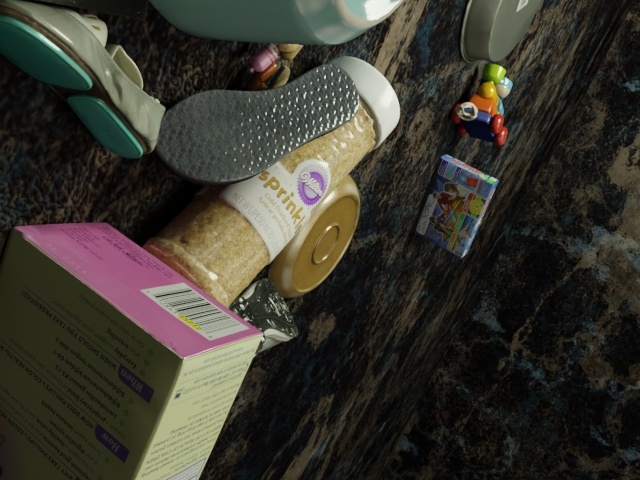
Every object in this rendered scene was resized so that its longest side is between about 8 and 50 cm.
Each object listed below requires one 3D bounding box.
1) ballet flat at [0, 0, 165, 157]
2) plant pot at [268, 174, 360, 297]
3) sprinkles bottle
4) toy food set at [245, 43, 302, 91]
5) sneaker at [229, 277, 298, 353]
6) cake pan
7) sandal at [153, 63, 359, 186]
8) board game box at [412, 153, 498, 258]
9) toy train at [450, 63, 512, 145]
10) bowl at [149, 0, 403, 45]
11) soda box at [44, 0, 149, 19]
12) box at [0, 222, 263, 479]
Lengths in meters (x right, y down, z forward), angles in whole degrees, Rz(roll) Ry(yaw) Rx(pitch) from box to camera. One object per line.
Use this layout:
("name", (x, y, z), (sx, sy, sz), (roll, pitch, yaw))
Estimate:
("ballet flat", (-0.184, -0.137, 0.532), (0.213, 0.072, 0.068), (62, 42, -68))
("plant pot", (0.000, 0.000, 1.131), (0.236, 0.032, 0.236), (-47, 156, -29))
("sprinkles bottle", (-0.049, -0.072, 0.817), (0.355, 0.121, 0.121), (-49, 156, -23))
("toy food set", (-0.057, -0.192, 0.757), (0.078, 0.019, 0.122), (-38, 169, -42))
("sneaker", (-0.116, 0.126, 0.987), (0.108, 0.100, 0.271), (-31, 173, 19))
("cake pan", (0.361, -0.467, 1.280), (0.293, 0.054, 0.293), (-47, 155, -29))
("sandal", (-0.065, -0.120, 0.735), (0.254, 0.097, 0.054), (-22, -178, -33))
("board game box", (0.302, -0.076, 1.541), (0.035, 0.136, 0.201), (-30, 145, -49))
("toy train", (0.338, -0.299, 1.396), (0.144, 0.105, 0.248), (-70, 158, -1))
("bowl", (-0.002, -0.296, 0.581), (0.311, 0.163, 0.312), (-45, 154, -29))
("soda box", (-0.187, -0.194, 0.455), (0.168, 0.053, 0.060), (-16, 133, -59))
("box", (-0.205, 0.140, 0.626), (0.117, 0.213, 0.243), (-6, 123, -63))
